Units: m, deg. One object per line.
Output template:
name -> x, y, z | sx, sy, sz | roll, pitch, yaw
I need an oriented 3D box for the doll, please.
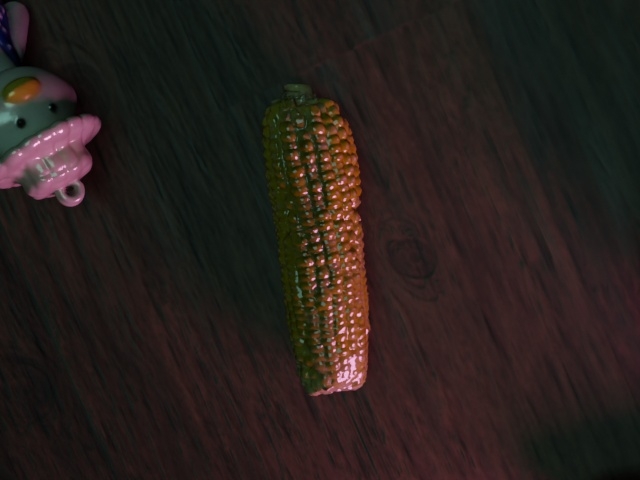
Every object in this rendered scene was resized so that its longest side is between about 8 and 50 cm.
doll -> -0.307, -0.155, 0.966 | 0.293, 0.138, 0.119 | 56, 142, 3

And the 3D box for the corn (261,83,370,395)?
corn -> 0.000, 0.000, 0.949 | 0.086, 0.086, 0.288 | -6, 96, 10
